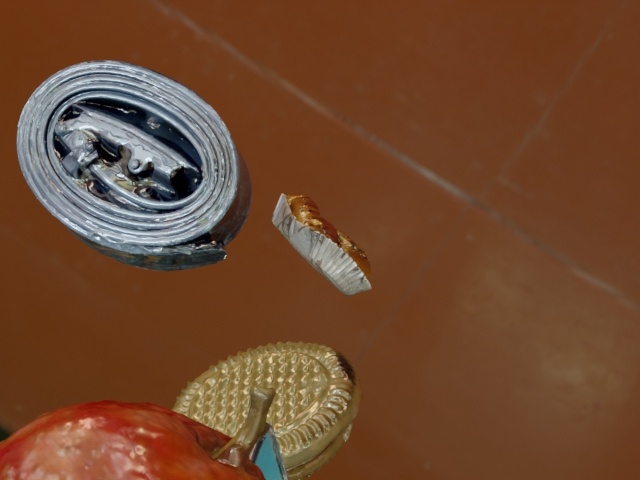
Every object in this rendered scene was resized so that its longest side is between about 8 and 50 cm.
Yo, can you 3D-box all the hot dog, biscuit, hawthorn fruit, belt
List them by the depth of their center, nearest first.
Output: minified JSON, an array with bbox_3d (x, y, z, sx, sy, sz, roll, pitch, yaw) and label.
[{"bbox_3d":[-0.113,0.179,1.032,0.253,0.205,0.205,-39,109,11],"label":"hawthorn fruit"},{"bbox_3d":[-0.141,-0.055,1.385,0.190,0.141,0.082,27,173,13],"label":"belt"},{"bbox_3d":[0.000,0.000,1.893,0.099,0.053,0.192,50,179,-24],"label":"hot dog"},{"bbox_3d":[-0.072,0.212,2.141,0.259,0.259,0.079,5,126,34],"label":"biscuit"}]

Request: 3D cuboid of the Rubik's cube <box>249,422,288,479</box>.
[{"bbox_3d":[-0.097,0.327,1.453,0.228,0.228,0.233,51,147,38],"label":"Rubik's cube"}]
